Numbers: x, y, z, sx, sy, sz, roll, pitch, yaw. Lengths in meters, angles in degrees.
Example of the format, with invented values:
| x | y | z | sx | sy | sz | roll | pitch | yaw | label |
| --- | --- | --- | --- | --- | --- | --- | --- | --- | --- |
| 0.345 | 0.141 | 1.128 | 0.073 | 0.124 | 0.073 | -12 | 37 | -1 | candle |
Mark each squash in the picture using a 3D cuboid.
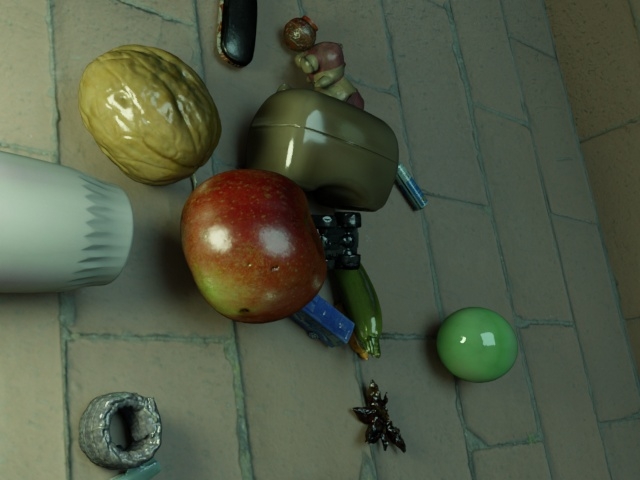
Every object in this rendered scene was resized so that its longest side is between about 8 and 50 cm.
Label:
| x | y | z | sx | sy | sz | roll | pitch | yaw | label |
| --- | --- | --- | --- | --- | --- | --- | --- | --- | --- |
| 0.107 | 0.159 | 1.933 | 0.094 | 0.094 | 0.341 | 10 | 48 | -41 | squash |

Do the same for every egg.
| x | y | z | sx | sy | sz | roll | pitch | yaw | label |
| --- | --- | --- | --- | --- | --- | --- | --- | --- | --- |
| 0.465 | 0.309 | 2.168 | 0.269 | 0.220 | 0.221 | 22 | 59 | -36 | egg |

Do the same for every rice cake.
| x | y | z | sx | sy | sz | roll | pitch | yaw | label |
| --- | --- | --- | --- | --- | --- | --- | --- | --- | --- |
| -0.386 | 0.465 | 1.414 | 0.180 | 0.030 | 0.042 | -18 | 99 | -47 | rice cake |

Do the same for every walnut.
| x | y | z | sx | sy | sz | roll | pitch | yaw | label |
| --- | --- | --- | --- | --- | --- | --- | --- | --- | --- |
| -0.368 | -0.273 | 1.581 | 0.313 | 0.252 | 0.277 | 51 | 45 | -3 | walnut |

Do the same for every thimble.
| x | y | z | sx | sy | sz | roll | pitch | yaw | label |
| --- | --- | --- | --- | --- | --- | --- | --- | --- | --- |
| -0.382 | 0.365 | 1.413 | 0.150 | 0.097 | 0.150 | 18 | 62 | -38 | thimble |

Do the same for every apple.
| x | y | z | sx | sy | sz | roll | pitch | yaw | label |
| --- | --- | --- | --- | --- | --- | --- | --- | --- | --- |
| -0.143 | 0.010 | 1.625 | 0.348 | 0.276 | 0.349 | -16 | 90 | -85 | apple |

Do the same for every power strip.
| x | y | z | sx | sy | sz | roll | pitch | yaw | label |
| --- | --- | --- | --- | --- | --- | --- | --- | --- | --- |
| 0.090 | 0.240 | 1.973 | 0.049 | 0.028 | 0.178 | -25 | 92 | -47 | power strip |

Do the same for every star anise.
| x | y | z | sx | sy | sz | roll | pitch | yaw | label |
| --- | --- | --- | --- | --- | --- | --- | --- | --- | --- |
| 0.144 | 0.471 | 1.912 | 0.157 | 0.053 | 0.213 | -10 | 82 | -47 | star anise |

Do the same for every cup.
| x | y | z | sx | sy | sz | roll | pitch | yaw | label |
| --- | --- | --- | --- | --- | --- | --- | --- | --- | --- |
| -0.543 | -0.029 | 1.308 | 0.371 | 0.253 | 0.254 | 8 | 68 | -43 | cup |

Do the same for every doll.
| x | y | z | sx | sy | sz | roll | pitch | yaw | label |
| --- | --- | --- | --- | --- | --- | --- | --- | --- | --- |
| 0.028 | -0.434 | 2.103 | 0.256 | 0.152 | 0.196 | 60 | 33 | -24 | doll |

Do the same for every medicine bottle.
| x | y | z | sx | sy | sz | roll | pitch | yaw | label |
| --- | --- | --- | --- | --- | --- | --- | --- | --- | --- |
| 0.269 | -0.182 | 2.306 | 0.191 | 0.051 | 0.051 | 55 | 45 | -13 | medicine bottle |

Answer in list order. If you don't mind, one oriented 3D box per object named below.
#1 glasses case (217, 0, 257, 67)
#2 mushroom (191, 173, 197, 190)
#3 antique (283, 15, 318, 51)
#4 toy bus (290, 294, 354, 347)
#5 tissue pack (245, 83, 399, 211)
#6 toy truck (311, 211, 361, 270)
| x | y | z | sx | sy | sz | roll | pitch | yaw | label |
| --- | --- | --- | --- | --- | --- | --- | --- | --- | --- |
| -0.224 | -0.587 | 1.983 | 0.103 | 0.067 | 0.267 | 21 | 61 | -36 | glasses case |
| -0.324 | -0.253 | 1.783 | 0.028 | 0.026 | 0.286 | -7 | 80 | -29 | mushroom |
| -0.060 | -0.593 | 2.125 | 0.104 | 0.104 | 0.104 | 19 | 61 | -38 | antique |
| -0.021 | 0.176 | 1.844 | 0.236 | 0.094 | 0.079 | 40 | 50 | -26 | toy bus |
| 0.012 | -0.238 | 1.903 | 0.387 | 0.267 | 0.277 | 13 | 89 | -39 | tissue pack |
| 0.000 | 0.000 | 1.873 | 0.224 | 0.165 | 0.148 | -4 | 97 | -53 | toy truck |
